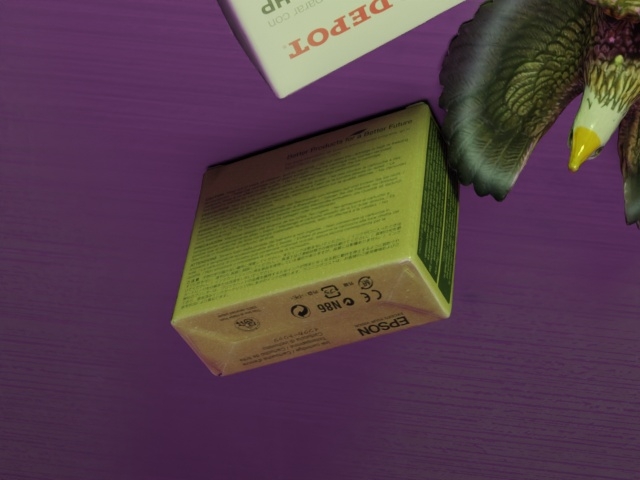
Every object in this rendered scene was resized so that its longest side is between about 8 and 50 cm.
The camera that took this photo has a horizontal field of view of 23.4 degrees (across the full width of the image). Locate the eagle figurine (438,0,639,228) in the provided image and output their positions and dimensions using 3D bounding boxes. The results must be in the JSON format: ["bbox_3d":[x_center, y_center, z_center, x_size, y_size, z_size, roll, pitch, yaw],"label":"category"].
[{"bbox_3d":[0.231,-0.136,1.223,0.226,0.225,0.298,56,167,10],"label":"eagle figurine"}]

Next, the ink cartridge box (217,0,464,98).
[{"bbox_3d":[-0.007,-0.288,1.074,0.223,0.129,0.307,-28,128,-2],"label":"ink cartridge box"}]

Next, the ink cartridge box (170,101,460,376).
[{"bbox_3d":[0.000,0.000,1.360,0.234,0.193,0.088,-16,131,25],"label":"ink cartridge box"}]
